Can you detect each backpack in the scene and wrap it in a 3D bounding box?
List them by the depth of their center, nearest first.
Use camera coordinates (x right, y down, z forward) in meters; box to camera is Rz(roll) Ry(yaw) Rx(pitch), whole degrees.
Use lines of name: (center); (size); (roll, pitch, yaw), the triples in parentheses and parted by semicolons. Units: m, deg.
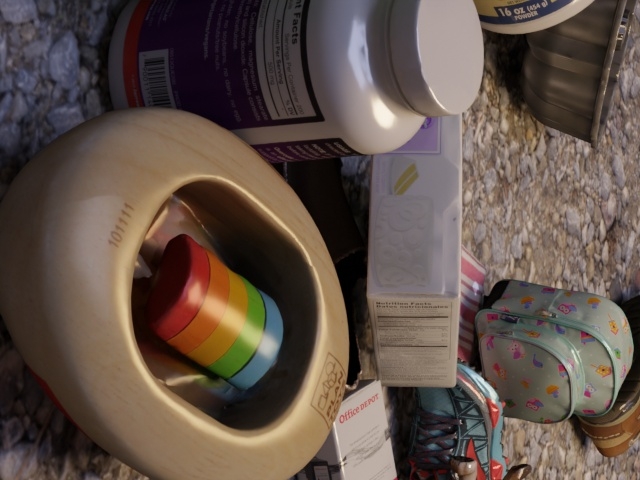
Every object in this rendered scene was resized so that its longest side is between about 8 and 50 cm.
backpack: (0.295, 0.145, 2.034); (0.144, 0.188, 0.166); (-58, 145, -52)

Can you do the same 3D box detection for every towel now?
towel: (0.161, 0.089, 2.003); (0.144, 0.029, 0.197); (41, 54, -49)

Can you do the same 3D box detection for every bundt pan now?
bundt pan: (0.355, -0.298, 2.180); (0.331, 0.124, 0.330); (15, 90, -79)

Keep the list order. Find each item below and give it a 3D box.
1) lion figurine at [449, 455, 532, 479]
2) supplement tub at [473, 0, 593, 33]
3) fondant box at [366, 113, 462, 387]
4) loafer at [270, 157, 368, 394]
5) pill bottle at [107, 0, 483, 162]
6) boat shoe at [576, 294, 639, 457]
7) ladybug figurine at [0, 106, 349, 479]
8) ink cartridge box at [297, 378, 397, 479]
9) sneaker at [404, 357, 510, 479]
lion figurine: (0.123, 0.384, 1.730); (0.392, 0.142, 0.240); (-9, 102, -51)
supplement tub: (0.214, -0.429, 1.947); (0.316, 0.228, 0.228); (51, 47, -42)
fondant box: (0.103, 0.000, 1.713); (0.330, 0.096, 0.238); (82, 10, -69)
loafer: (0.000, 0.000, 1.664); (0.134, 0.130, 0.366); (3, 85, -58)
pill bottle: (-0.023, -0.162, 1.464); (0.181, 0.323, 0.181); (7, 82, -57)
boat shoe: (0.471, 0.197, 2.412); (0.324, 0.123, 0.120); (-45, 130, -40)
ladybug figurine: (-0.131, 0.061, 1.416); (0.449, 0.162, 0.305); (46, 55, -45)
ink cartridge box: (0.026, 0.236, 1.747); (0.109, 0.063, 0.150); (-26, 108, -55)
sneaker: (0.154, 0.249, 1.899); (0.125, 0.104, 0.262); (-45, 131, -35)
